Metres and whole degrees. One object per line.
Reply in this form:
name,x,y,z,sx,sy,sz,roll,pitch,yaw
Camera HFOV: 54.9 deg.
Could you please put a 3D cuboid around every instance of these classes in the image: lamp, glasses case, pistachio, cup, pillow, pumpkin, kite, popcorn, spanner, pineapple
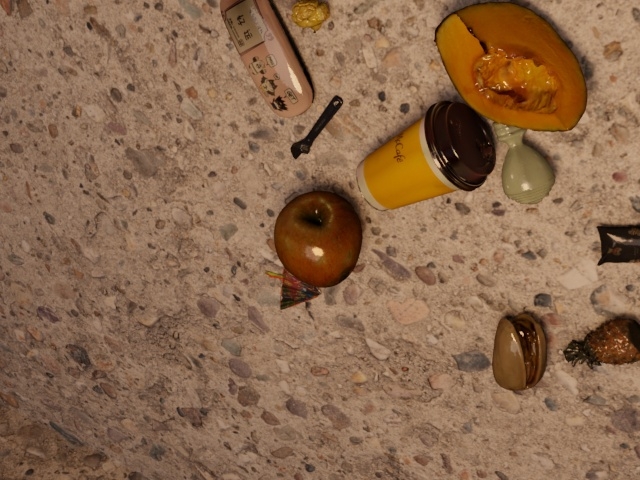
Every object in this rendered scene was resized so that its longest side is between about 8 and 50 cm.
lamp,0.416,-0.166,1.272,0.106,0.106,0.193,-14,101,33
glasses case,-0.119,-0.426,1.396,0.122,0.075,0.314,-18,109,31
pistachio,0.478,0.272,1.493,0.129,0.131,0.206,-14,114,-16
cup,0.217,-0.168,1.320,0.280,0.196,0.196,-22,107,44
pillow,0.655,0.009,1.281,0.150,0.048,0.090,-3,125,24
pumpkin,0.373,-0.328,1.196,0.312,0.148,0.169,50,166,5
kite,-0.076,0.109,1.738,0.183,0.014,0.241,16,124,21
popcorn,-0.021,-0.494,1.316,0.084,0.084,0.084,13,123,20
spanner,-0.011,-0.268,1.477,0.046,0.012,0.208,42,128,0
pineapple,0.638,0.241,1.403,0.108,0.108,0.198,49,141,-7

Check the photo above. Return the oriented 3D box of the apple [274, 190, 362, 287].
apple,0.000,0.000,1.495,0.237,0.237,0.207,15,143,19
